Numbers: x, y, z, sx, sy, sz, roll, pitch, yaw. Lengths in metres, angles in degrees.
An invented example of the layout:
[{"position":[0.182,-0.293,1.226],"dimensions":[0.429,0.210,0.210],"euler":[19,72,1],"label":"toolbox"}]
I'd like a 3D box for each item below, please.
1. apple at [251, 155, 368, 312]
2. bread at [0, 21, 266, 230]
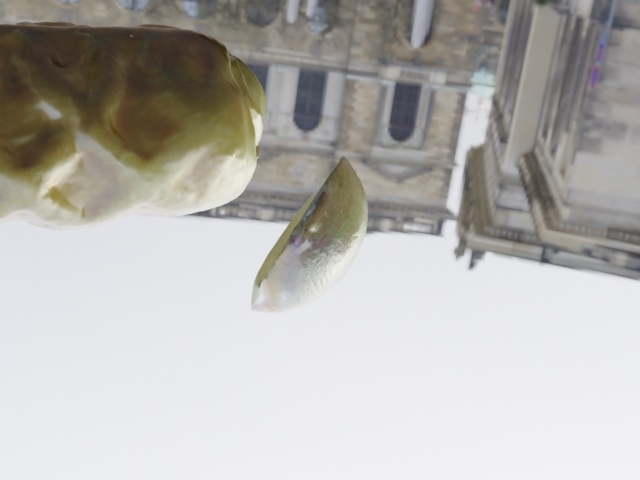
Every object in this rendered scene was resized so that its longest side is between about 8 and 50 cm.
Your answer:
[{"position":[0.000,0.000,1.509],"dimensions":[0.120,0.265,0.193],"euler":[31,162,4],"label":"apple"},{"position":[-0.149,-0.048,0.400],"dimensions":[0.270,0.087,0.098],"euler":[-5,-167,-26],"label":"bread"}]
